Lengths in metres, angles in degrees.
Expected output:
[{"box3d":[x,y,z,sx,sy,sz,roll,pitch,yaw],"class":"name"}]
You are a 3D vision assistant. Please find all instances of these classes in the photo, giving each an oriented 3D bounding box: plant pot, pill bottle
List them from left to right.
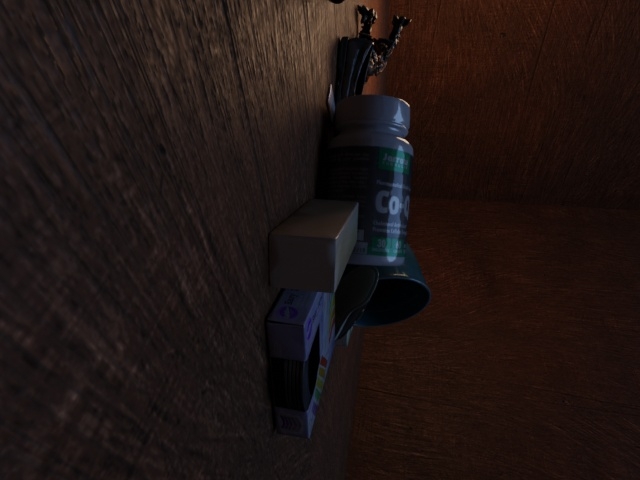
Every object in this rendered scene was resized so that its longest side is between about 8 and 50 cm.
[{"box3d":[0.106,-0.128,0.944,0.204,0.204,0.361,-1,95,-79],"class":"pill bottle"},{"box3d":[0.153,0.072,1.176,0.272,0.271,0.255,80,4,-53],"class":"plant pot"}]

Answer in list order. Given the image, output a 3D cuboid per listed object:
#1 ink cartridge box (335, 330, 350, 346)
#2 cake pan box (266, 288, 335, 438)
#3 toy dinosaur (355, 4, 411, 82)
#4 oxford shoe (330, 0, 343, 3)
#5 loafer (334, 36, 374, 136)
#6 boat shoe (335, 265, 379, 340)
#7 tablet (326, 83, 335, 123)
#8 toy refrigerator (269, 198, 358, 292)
[{"box3d":[0.083,0.212,1.368,0.181,0.056,0.225,-42,137,-75],"class":"ink cartridge box"},{"box3d":[-0.026,0.177,0.754,0.267,0.070,0.246,-62,152,-63],"class":"cake pan box"},{"box3d":[0.166,-0.619,1.328,0.322,0.164,0.219,-104,-153,-64],"class":"toy dinosaur"},{"box3d":[0.026,-0.503,0.594,0.363,0.129,0.133,28,73,-78],"class":"oxford shoe"},{"box3d":[0.085,-0.376,1.041,0.096,0.084,0.268,-42,136,-75],"class":"loafer"},{"box3d":[0.069,0.152,0.991,0.228,0.081,0.068,-54,155,11],"class":"boat shoe"},{"box3d":[0.026,-0.321,0.968,0.083,0.006,0.054,67,30,-66],"class":"tablet"},{"box3d":[0.000,0.000,0.719,0.269,0.102,0.094,-55,148,-70],"class":"toy refrigerator"}]
